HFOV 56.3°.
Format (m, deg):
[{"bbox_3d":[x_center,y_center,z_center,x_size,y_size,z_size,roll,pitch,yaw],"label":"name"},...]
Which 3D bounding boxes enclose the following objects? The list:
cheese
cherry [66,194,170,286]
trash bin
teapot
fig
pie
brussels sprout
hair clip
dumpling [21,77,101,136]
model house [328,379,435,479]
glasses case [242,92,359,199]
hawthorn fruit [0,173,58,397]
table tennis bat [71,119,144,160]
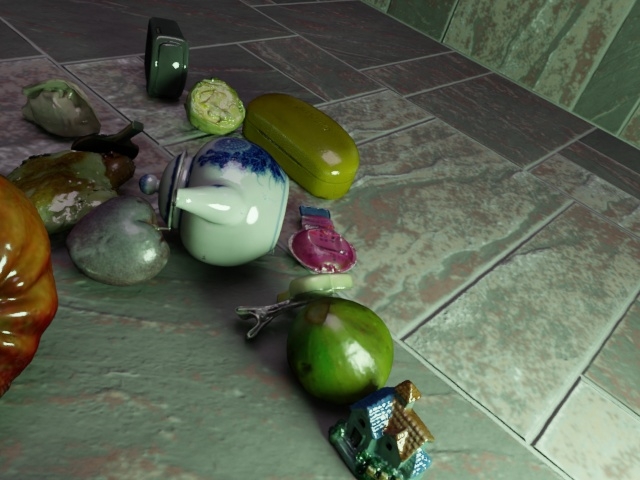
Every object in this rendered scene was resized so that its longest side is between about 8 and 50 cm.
[{"bbox_3d":[0.000,0.000,1.311,0.155,0.062,0.244,8,37,-17],"label":"cheese"},{"bbox_3d":[-0.356,0.008,1.074,0.176,0.140,0.176,1,67,-2],"label":"cherry"},{"bbox_3d":[-0.438,-0.512,1.682,0.101,0.176,0.236,1,37,-22],"label":"trash bin"},{"bbox_3d":[-0.211,-0.081,1.161,0.280,0.252,0.424,12,5,-9],"label":"teapot"},{"bbox_3d":[0.030,0.177,1.009,0.181,0.191,0.180,-13,46,14],"label":"fig"},{"bbox_3d":[-0.522,-0.096,1.185,0.258,0.105,0.274,1,34,0],"label":"pie"},{"bbox_3d":[-0.284,-0.340,1.578,0.149,0.122,0.151,-22,79,-26],"label":"brussels sprout"},{"bbox_3d":[-0.045,0.109,1.092,0.219,0.159,0.071,-20,85,-9],"label":"hair clip"},{"bbox_3d":[-0.604,-0.309,1.383,0.199,0.136,0.118,9,43,3],"label":"dumpling"},{"bbox_3d":[0.107,0.287,0.915,0.120,0.148,0.148,-13,45,-35],"label":"model house"},{"bbox_3d":[-0.042,-0.264,1.566,0.173,0.141,0.371,-19,51,-41],"label":"glasses case"},{"bbox_3d":[-0.560,0.062,0.745,0.403,0.402,0.402,12,37,-9],"label":"hawthorn fruit"},{"bbox_3d":[-0.442,-0.202,1.270,0.130,0.221,0.019,12,66,-45],"label":"table tennis bat"}]
